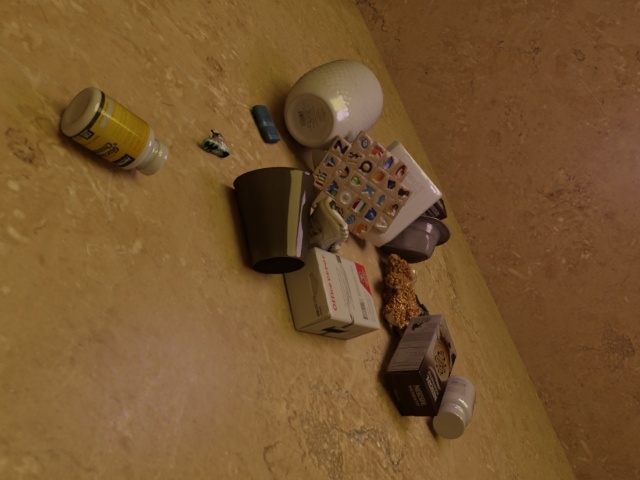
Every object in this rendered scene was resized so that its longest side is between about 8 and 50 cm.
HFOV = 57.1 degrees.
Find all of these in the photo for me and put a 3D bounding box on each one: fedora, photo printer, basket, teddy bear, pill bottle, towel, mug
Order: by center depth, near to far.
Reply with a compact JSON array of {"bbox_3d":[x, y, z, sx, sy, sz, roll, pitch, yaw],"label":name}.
[{"bbox_3d":[-0.383,-0.198,1.113,0.184,0.103,0.103,35,37,-46],"label":"pill bottle"},{"bbox_3d":[-0.106,-0.044,1.436,0.154,0.205,0.226,87,-3,-69],"label":"basket"},{"bbox_3d":[-0.165,-0.348,1.767,0.067,0.029,0.119,-12,78,-65],"label":"towel"},{"bbox_3d":[0.030,-0.391,1.955,0.328,0.277,0.373,-46,139,-57],"label":"mug"},{"bbox_3d":[0.446,0.561,1.976,0.131,0.131,0.229,62,25,-5],"label":"pill bottle"},{"bbox_3d":[0.224,-0.148,2.018,0.256,0.308,0.107,48,0,-7],"label":"photo printer"},{"bbox_3d":[0.290,0.196,2.044,0.245,0.113,0.338,58,26,-17],"label":"teddy bear"},{"bbox_3d":[0.328,0.005,2.166,0.243,0.276,0.124,62,42,-57],"label":"fedora"}]

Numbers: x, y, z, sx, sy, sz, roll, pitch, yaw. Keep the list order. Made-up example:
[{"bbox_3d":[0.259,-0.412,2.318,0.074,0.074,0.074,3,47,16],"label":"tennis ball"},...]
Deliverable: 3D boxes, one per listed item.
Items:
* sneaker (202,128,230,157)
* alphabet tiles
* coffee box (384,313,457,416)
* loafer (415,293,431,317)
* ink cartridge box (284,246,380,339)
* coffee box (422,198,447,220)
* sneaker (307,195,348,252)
[{"bbox_3d":[-0.268,-0.252,1.472,0.098,0.038,0.069,32,38,-64],"label":"sneaker"},{"bbox_3d":[0.134,-0.173,1.887,0.343,0.285,0.011,32,1,-28],"label":"alphabet tiles"},{"bbox_3d":[0.320,0.384,1.830,0.297,0.119,0.168,-51,123,-52],"label":"coffee box"},{"bbox_3d":[0.393,0.315,2.160,0.096,0.084,0.267,19,50,-57],"label":"loafer"},{"bbox_3d":[0.031,0.148,1.578,0.273,0.114,0.196,24,47,-55],"label":"ink cartridge box"},{"bbox_3d":[0.342,-0.111,2.270,0.141,0.247,0.098,43,32,-38],"label":"coffee box"},{"bbox_3d":[-0.003,-0.019,1.530,0.292,0.119,0.110,102,-36,-67],"label":"sneaker"}]
